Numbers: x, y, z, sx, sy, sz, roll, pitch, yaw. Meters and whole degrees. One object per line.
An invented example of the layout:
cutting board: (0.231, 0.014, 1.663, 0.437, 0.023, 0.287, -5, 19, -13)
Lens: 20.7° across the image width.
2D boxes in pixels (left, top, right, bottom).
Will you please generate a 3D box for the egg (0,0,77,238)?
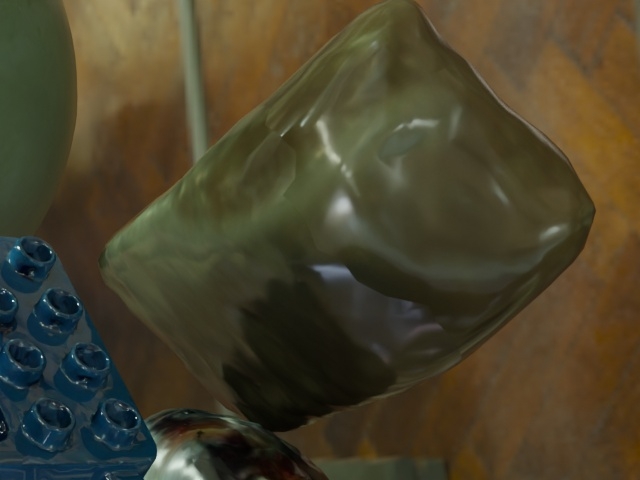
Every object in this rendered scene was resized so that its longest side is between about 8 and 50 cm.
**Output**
egg: (-0.209, -0.080, 0.739, 0.203, 0.203, 0.282, 58, 169, 38)

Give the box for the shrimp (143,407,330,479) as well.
shrimp: (-0.056, 0.168, 0.700, 0.137, 0.172, 0.372, 41, 157, 15)

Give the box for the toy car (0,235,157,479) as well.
toy car: (-0.125, 0.031, 0.430, 0.100, 0.191, 0.097, -56, 49, 29)

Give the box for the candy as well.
candy: (0.000, 0.000, 0.610, 0.104, 0.102, 0.234, 45, 163, -6)
